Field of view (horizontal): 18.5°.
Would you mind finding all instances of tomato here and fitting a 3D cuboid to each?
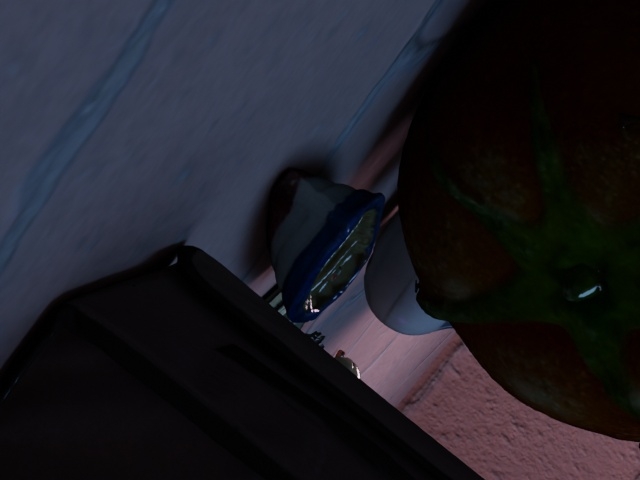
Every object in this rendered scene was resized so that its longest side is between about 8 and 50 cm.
[{"bbox_3d":[0.203,-0.034,1.151,0.239,0.303,0.303,-45,171,-41],"label":"tomato"}]

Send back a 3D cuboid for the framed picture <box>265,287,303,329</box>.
[{"bbox_3d":[-0.075,0.114,1.274,0.217,0.017,0.274,-44,171,-42],"label":"framed picture"}]

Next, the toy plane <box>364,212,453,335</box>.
[{"bbox_3d":[0.129,-0.026,1.415,0.252,0.118,0.252,-46,170,-10],"label":"toy plane"}]

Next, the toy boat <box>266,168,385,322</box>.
[{"bbox_3d":[0.000,0.000,1.029,0.080,0.046,0.229,-48,172,-5],"label":"toy boat"}]

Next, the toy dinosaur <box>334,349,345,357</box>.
[{"bbox_3d":[-0.047,0.210,1.781,0.101,0.055,0.279,-21,-158,53],"label":"toy dinosaur"}]

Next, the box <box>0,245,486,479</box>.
[{"bbox_3d":[-0.034,0.148,0.784,0.188,0.252,0.153,-53,167,14],"label":"box"}]

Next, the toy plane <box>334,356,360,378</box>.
[{"bbox_3d":[-0.070,0.196,1.477,0.286,0.092,0.108,-51,-154,4],"label":"toy plane"}]

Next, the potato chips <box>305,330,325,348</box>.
[{"bbox_3d":[-0.081,0.149,1.265,0.202,0.029,0.220,-42,166,-45],"label":"potato chips"}]
